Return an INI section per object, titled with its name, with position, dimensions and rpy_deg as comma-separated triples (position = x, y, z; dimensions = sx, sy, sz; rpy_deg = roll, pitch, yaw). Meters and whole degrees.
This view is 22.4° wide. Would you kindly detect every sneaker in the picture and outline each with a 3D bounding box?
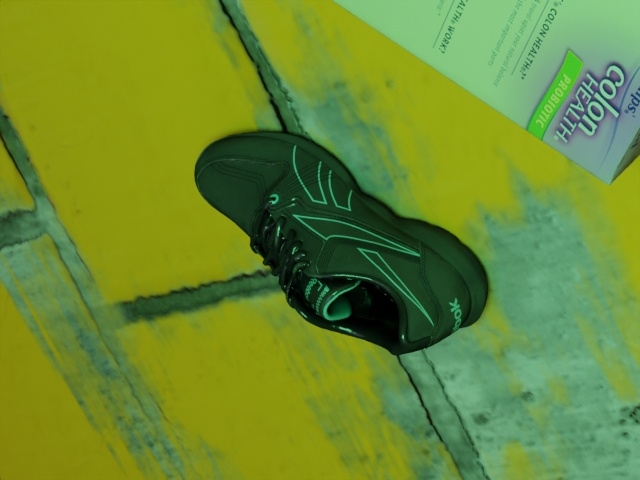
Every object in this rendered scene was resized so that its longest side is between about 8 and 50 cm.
[sneaker]
position = 0.000, 0.000, 1.267
dimensions = 0.267, 0.106, 0.101
rpy_deg = 28, 133, 21

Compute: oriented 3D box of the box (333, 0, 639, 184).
[box]
position = 0.147, -0.199, 1.009
dimensions = 0.243, 0.117, 0.214
rpy_deg = 36, 134, 14
